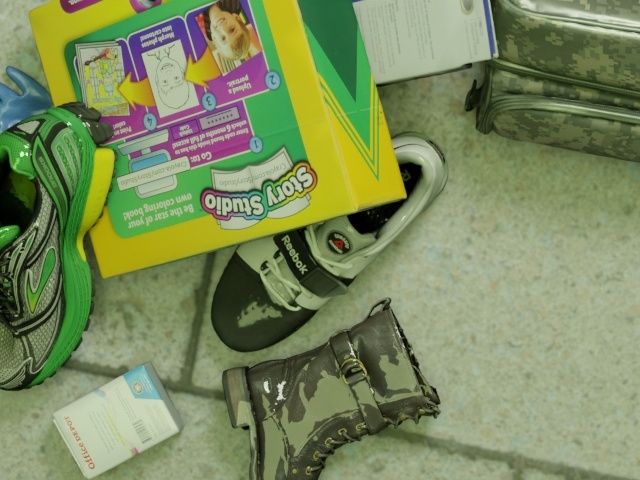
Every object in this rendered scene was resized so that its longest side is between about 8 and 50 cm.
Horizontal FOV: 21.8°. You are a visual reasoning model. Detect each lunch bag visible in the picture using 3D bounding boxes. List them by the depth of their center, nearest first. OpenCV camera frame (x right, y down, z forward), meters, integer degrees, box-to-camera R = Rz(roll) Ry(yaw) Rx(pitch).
[{"bbox_3d":[0.318,-0.197,1.762,0.305,0.256,0.212,10,52,4],"label":"lunch bag"}]

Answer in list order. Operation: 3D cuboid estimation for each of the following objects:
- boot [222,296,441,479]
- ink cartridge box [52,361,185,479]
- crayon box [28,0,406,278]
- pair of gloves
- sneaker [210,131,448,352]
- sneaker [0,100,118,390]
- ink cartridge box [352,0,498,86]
[{"bbox_3d":[0.026,0.217,1.865,0.229,0.091,0.263,-18,89,5],"label":"boot"},{"bbox_3d":[-0.231,0.206,1.900,0.122,0.052,0.088,-28,90,3],"label":"ink cartridge box"},{"bbox_3d":[-0.117,-0.149,1.769,0.363,0.106,0.313,-14,93,37],"label":"crayon box"},{"bbox_3d":[-0.363,-0.094,1.910,0.159,0.023,0.198,25,93,2],"label":"pair of gloves"},{"bbox_3d":[0.000,0.000,1.832,0.330,0.146,0.122,-44,91,6],"label":"sneaker"},{"bbox_3d":[-0.333,0.013,1.812,0.134,0.146,0.343,29,120,32],"label":"sneaker"},{"bbox_3d":[0.055,-0.246,1.772,0.333,0.065,0.165,-6,93,39],"label":"ink cartridge box"}]
